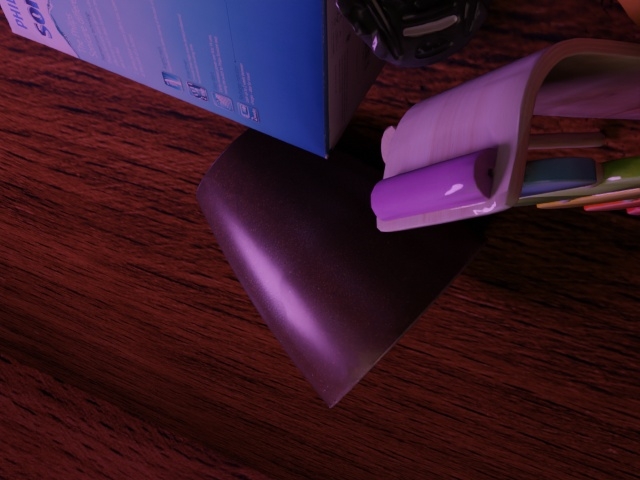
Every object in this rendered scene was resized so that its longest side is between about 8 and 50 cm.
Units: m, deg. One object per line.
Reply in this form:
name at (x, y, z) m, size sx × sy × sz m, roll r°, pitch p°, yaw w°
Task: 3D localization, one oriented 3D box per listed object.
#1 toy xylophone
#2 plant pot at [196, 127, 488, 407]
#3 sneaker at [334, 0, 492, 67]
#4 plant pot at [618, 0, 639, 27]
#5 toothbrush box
toy xylophone at (0.177, -0.049, 0.503) m, size 0.323 × 0.081 × 0.236 m, roll -2°, pitch 176°, yaw -18°
plant pot at (0.000, 0.000, 0.793) m, size 0.230 × 0.215 × 0.215 m, roll 43°, pitch 154°, yaw 6°
sneaker at (0.020, -0.216, 0.402) m, size 0.108 × 0.100 × 0.271 m, roll -66°, pitch -41°, yaw -85°
plant pot at (0.220, -0.148, 0.326) m, size 0.205 × 0.205 × 0.188 m, roll 46°, pitch 164°, yaw -28°
toothbrush box at (-0.100, -0.213, 0.583) m, size 0.296 × 0.126 × 0.216 m, roll 22°, pitch 153°, yaw 14°
